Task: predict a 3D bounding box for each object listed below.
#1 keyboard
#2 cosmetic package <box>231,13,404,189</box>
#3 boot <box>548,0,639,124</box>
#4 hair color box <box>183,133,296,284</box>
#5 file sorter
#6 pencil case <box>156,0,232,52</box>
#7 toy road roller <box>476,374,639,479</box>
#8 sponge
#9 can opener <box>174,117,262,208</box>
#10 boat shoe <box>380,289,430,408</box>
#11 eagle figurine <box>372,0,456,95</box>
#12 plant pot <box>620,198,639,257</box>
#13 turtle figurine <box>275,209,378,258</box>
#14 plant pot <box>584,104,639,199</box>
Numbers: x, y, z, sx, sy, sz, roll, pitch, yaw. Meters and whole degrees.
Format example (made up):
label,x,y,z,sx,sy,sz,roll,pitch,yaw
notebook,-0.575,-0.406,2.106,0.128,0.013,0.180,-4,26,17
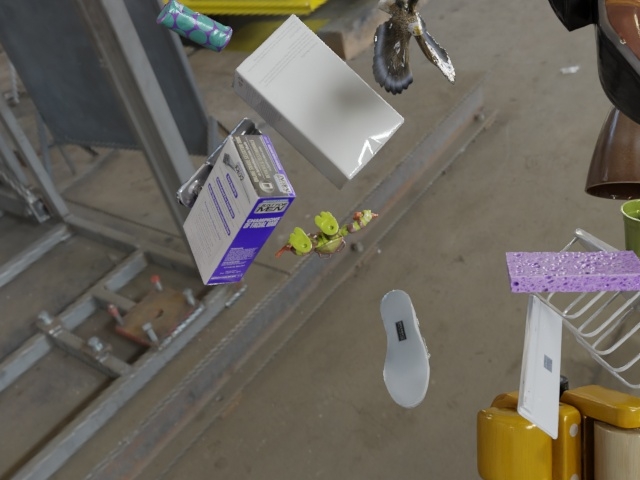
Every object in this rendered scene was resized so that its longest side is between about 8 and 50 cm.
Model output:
label,x,y,z,sx,sy,sz,roll,pitch,yaw
keyboard,0.338,0.183,1.076,0.014,0.072,0.256,-40,15,38
cosmetic package,-0.008,-0.337,1.754,0.217,0.385,0.156,-45,3,-12
boot,0.443,-0.274,0.809,0.280,0.096,0.264,-22,53,5
hair color box,-0.199,-0.066,1.649,0.110,0.339,0.185,-5,57,-35
file sorter,0.606,0.150,1.484,0.173,0.277,0.193,-45,24,5
pencil case,-0.268,-0.460,1.509,0.064,0.151,0.070,-48,33,35
toy road roller,0.444,0.389,1.327,0.240,0.203,0.329,-5,5,-30
sponge,0.411,0.049,1.142,0.210,0.031,0.117,-2,18,12
can opener,-0.275,-0.203,1.836,0.095,0.076,0.283,27,73,42
boat shoe,0.207,0.272,1.714,0.113,0.105,0.306,-21,49,13
eagle figurine,0.264,-0.589,2.041,0.226,0.299,0.225,4,28,26
plant pot,0.542,-0.016,1.179,0.083,0.079,0.083,-5,29,3
turtle figurine,0.000,0.000,1.608,0.269,0.087,0.217,-19,-8,12
plant pot,0.798,-0.237,1.813,0.215,0.215,0.231,2,83,25
